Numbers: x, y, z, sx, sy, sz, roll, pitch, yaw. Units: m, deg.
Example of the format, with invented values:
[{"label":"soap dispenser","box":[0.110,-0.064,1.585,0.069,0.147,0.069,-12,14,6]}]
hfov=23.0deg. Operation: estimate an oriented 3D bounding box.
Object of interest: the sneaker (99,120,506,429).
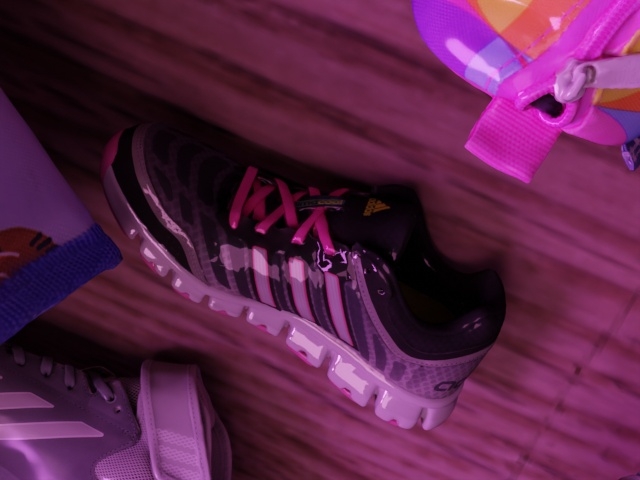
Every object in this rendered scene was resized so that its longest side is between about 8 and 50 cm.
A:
[{"label":"sneaker","box":[0.000,0.000,0.586,0.170,0.063,0.075,36,126,-11]}]

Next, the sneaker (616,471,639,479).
[{"label":"sneaker","box":[0.216,0.229,0.597,0.150,0.135,0.366,-26,109,-14]}]

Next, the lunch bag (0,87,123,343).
[{"label":"lunch bag","box":[-0.326,-0.005,0.574,0.385,0.239,0.328,-29,95,42]}]

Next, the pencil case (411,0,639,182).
[{"label":"pencil case","box":[0.121,-0.124,0.442,0.104,0.104,0.236,35,125,-5]}]

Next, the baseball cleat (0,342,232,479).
[{"label":"baseball cleat","box":[-0.112,0.068,0.672,0.109,0.072,0.206,-42,85,-2]}]
